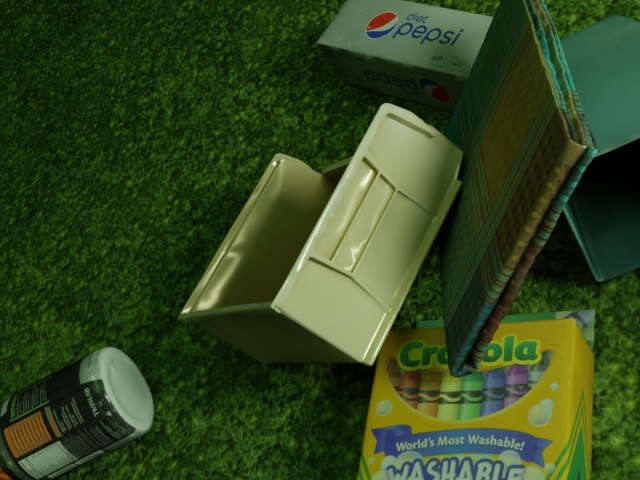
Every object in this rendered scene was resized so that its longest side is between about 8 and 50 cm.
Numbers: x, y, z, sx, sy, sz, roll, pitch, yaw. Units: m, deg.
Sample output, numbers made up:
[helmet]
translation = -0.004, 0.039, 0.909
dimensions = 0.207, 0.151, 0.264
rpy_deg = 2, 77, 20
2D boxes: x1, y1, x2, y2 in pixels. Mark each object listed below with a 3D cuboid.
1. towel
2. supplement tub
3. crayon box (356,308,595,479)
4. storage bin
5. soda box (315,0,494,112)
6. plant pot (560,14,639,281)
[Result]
[towel]
translation = 0.177, -0.079, 0.965
dimensions = 0.040, 0.271, 0.370
rpy_deg = 15, 35, -8
[supplement tub]
translation = -0.306, 0.216, 1.166
dimensions = 0.190, 0.117, 0.117
rpy_deg = -27, 46, 12
[crayon box]
translation = 0.146, 0.192, 0.922
dimensions = 0.203, 0.083, 0.323
rpy_deg = -7, 53, 28
[storage bin]
translation = 0.000, 0.000, 1.057
dimensions = 0.262, 0.123, 0.260
rpy_deg = -15, 43, 62
[soda box]
translation = 0.135, -0.238, 1.253
dimensions = 0.286, 0.091, 0.098
rpy_deg = 23, 72, 42
[plant pot]
translation = 0.306, -0.117, 1.007
dimensions = 0.165, 0.166, 0.234
rpy_deg = -24, 41, 14
